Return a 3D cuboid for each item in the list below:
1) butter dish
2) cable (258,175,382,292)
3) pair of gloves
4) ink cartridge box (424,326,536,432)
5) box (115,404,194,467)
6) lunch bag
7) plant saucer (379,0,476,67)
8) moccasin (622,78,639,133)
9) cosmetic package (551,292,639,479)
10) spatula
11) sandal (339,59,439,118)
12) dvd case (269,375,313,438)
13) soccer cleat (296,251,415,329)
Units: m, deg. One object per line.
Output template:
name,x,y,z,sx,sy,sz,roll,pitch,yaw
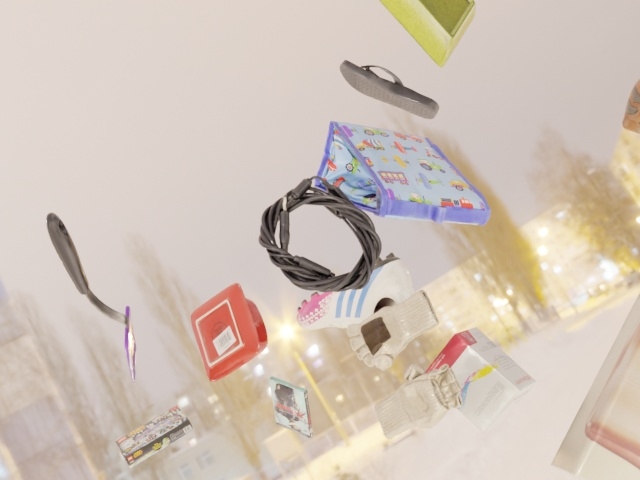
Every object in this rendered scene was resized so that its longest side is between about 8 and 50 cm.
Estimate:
butter dish,-0.164,0.187,1.786,0.160,0.160,0.118,-35,-27,31
cable,0.000,0.000,1.279,0.150,0.184,0.047,-35,-15,-16
pair of gloves,0.152,0.234,1.641,0.042,0.240,0.204,-1,-22,-46
ink cartridge box,0.333,0.289,1.851,0.127,0.176,0.128,-55,-24,18
box,-0.316,0.371,1.687,0.137,0.027,0.094,-30,17,-18
lunch bag,0.154,-0.101,1.599,0.220,0.293,0.138,6,-71,-26
plant saucer,0.210,-0.445,1.643,0.045,0.188,0.188,-28,23,49
moccasin,0.847,-0.263,1.964,0.380,0.139,0.147,1,-50,-20
cosmetic package,0.419,0.181,1.062,0.296,0.153,0.129,-62,-8,-6
spatula,-0.279,0.073,1.119,0.030,0.084,0.296,-16,-45,5
sandal,0.163,-0.363,2.096,0.097,0.254,0.054,119,176,-78
dvd case,-0.057,0.328,1.742,0.013,0.087,0.119,-41,-45,-42
soccer cleat,0.071,0.151,1.911,0.116,0.143,0.331,-11,-18,-45
